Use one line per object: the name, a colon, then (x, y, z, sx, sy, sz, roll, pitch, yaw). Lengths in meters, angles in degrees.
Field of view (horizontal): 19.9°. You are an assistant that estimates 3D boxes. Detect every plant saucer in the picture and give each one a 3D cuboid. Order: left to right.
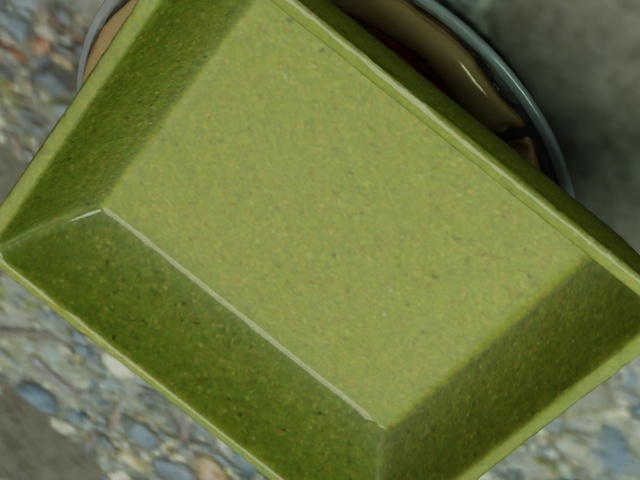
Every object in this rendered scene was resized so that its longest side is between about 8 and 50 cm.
plant saucer: (0.000, 0.000, 0.618, 0.188, 0.045, 0.188, 38, 136, -5)

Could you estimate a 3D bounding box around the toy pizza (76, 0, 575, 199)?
toy pizza: (-0.005, -0.017, 0.663, 0.201, 0.032, 0.201, 17, 134, 19)
